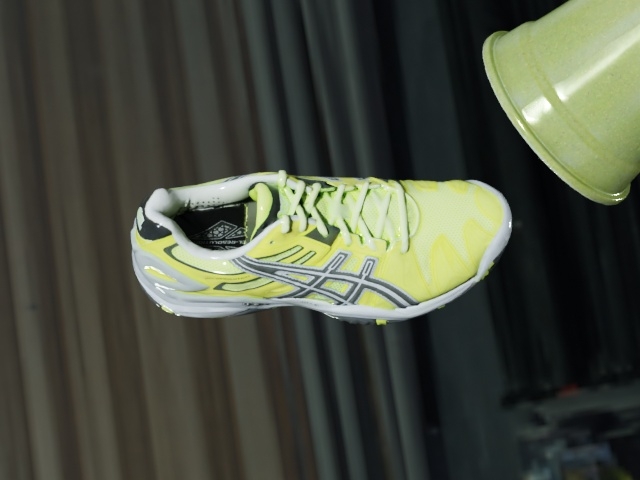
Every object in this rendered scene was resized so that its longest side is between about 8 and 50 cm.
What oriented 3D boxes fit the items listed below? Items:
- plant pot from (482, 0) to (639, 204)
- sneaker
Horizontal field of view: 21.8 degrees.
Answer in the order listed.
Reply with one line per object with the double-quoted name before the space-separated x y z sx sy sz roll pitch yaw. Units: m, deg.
"plant pot" 0.391 -0.229 2.107 0.254 0.276 0.276 -39 155 27
"sneaker" 0.000 0.000 1.648 0.385 0.145 0.147 -8 156 1
